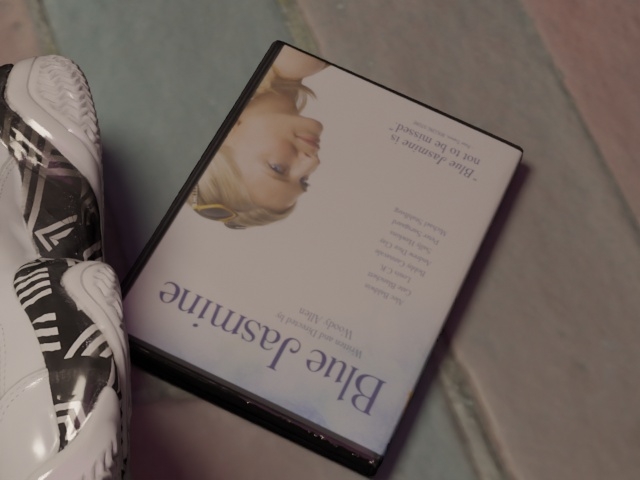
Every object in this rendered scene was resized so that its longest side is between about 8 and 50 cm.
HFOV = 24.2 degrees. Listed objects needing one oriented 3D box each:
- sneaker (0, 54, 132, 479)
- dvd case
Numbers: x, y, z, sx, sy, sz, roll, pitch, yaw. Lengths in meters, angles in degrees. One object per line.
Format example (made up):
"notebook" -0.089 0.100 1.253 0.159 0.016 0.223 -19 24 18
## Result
"sneaker" -0.207 0.040 0.748 0.210 0.137 0.366 -5 41 -10
"dvd case" 0.000 0.000 0.904 0.180 0.022 0.253 25 57 5
